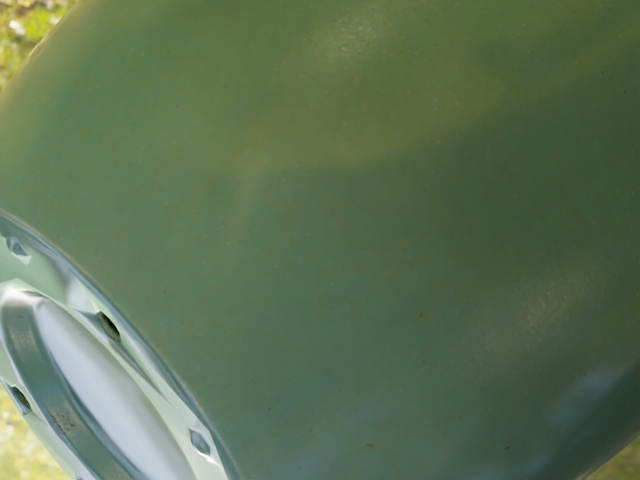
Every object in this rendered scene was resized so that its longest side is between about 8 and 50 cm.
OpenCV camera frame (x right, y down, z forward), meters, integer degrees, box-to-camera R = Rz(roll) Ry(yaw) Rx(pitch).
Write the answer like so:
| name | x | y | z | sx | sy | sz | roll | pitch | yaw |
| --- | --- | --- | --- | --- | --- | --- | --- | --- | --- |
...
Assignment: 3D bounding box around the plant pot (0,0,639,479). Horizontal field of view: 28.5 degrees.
| name | x | y | z | sx | sy | sz | roll | pitch | yaw |
| --- | --- | --- | --- | --- | --- | --- | --- | --- | --- |
| plant pot | 0.000 | 0.000 | 0.498 | 0.293 | 0.235 | 0.293 | 36 | 147 | 28 |
